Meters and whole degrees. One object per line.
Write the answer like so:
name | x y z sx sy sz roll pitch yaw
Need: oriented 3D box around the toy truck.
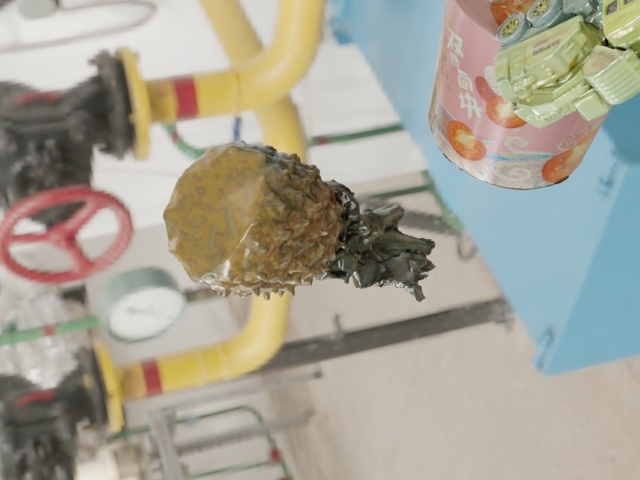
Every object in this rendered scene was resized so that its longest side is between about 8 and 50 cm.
toy truck | 0.233 -0.162 1.127 0.191 0.085 0.116 -27 36 38

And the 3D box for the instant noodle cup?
instant noodle cup | 0.229 -0.201 1.442 0.231 0.243 0.243 103 150 -51

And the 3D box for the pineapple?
pineapple | 0.000 0.000 0.992 0.125 0.251 0.125 -8 76 35
